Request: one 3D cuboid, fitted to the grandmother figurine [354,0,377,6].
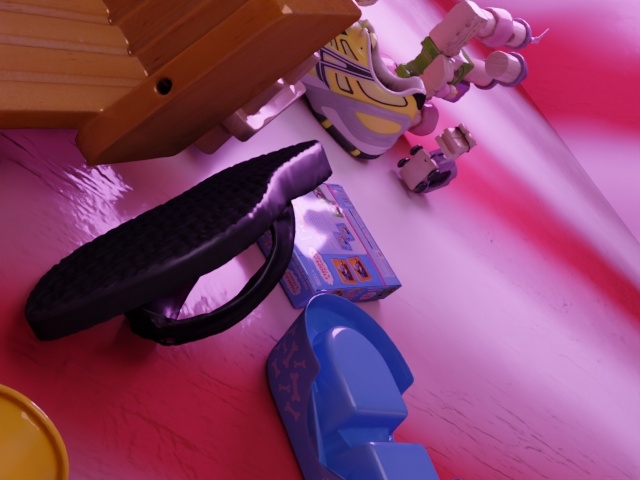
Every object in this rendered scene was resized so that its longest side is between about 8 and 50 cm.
[{"bbox_3d":[-0.003,-0.385,1.300,0.208,0.104,0.342,42,17,18],"label":"grandmother figurine"}]

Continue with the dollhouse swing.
[{"bbox_3d":[-0.204,-0.274,0.766,0.347,0.315,0.305,58,13,12],"label":"dollhouse swing"}]

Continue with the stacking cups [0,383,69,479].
[{"bbox_3d":[-0.232,0.188,0.432,0.096,0.096,0.316,48,28,-9],"label":"stacking cups"}]

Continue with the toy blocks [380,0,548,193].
[{"bbox_3d":[0.237,-0.270,1.615,0.260,0.288,0.309,4,49,-52],"label":"toy blocks"}]

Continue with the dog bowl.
[{"bbox_3d":[0.043,0.193,0.908,0.166,0.074,0.297,17,42,-51],"label":"dog bowl"}]

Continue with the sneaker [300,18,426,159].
[{"bbox_3d":[-0.001,-0.299,1.416,0.384,0.147,0.145,42,28,-18],"label":"sneaker"}]

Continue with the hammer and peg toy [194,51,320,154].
[{"bbox_3d":[-0.128,-0.264,1.173,0.266,0.127,0.361,48,23,-7],"label":"hammer and peg toy"}]

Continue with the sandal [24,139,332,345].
[{"bbox_3d":[-0.084,0.007,0.847,0.446,0.167,0.107,-42,115,-63],"label":"sandal"}]

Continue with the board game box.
[{"bbox_3d":[0.000,0.000,1.137,0.211,0.039,0.160,2,54,-60],"label":"board game box"}]
